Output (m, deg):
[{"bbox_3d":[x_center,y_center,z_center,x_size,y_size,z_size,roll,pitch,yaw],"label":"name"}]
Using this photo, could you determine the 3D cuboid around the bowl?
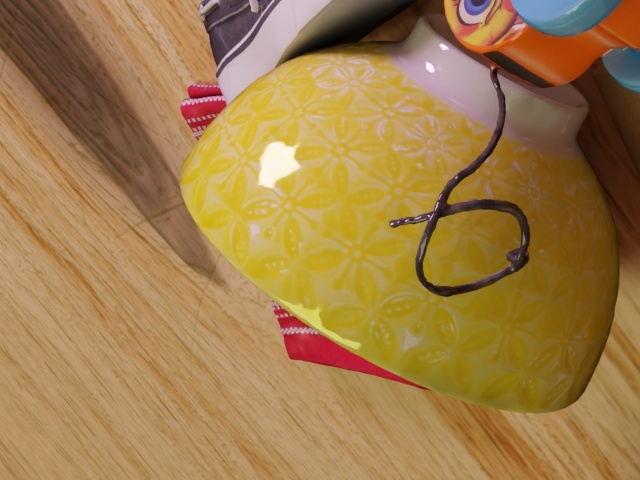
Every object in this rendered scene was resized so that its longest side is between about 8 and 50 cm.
[{"bbox_3d":[0.075,-0.044,0.905,0.289,0.289,0.156,35,111,19],"label":"bowl"}]

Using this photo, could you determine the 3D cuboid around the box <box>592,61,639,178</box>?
[{"bbox_3d":[0.268,-0.044,0.848,0.201,0.021,0.164,-4,122,52],"label":"box"}]

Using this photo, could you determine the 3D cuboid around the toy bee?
[{"bbox_3d":[0.120,-0.143,0.755,0.195,0.298,0.162,51,-173,-44],"label":"toy bee"}]

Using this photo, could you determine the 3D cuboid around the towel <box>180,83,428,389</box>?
[{"bbox_3d":[0.000,0.000,1.204,0.199,0.031,0.275,9,131,44],"label":"towel"}]

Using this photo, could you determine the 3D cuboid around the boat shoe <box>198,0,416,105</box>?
[{"bbox_3d":[-0.005,-0.177,0.954,0.105,0.113,0.306,66,160,2],"label":"boat shoe"}]
